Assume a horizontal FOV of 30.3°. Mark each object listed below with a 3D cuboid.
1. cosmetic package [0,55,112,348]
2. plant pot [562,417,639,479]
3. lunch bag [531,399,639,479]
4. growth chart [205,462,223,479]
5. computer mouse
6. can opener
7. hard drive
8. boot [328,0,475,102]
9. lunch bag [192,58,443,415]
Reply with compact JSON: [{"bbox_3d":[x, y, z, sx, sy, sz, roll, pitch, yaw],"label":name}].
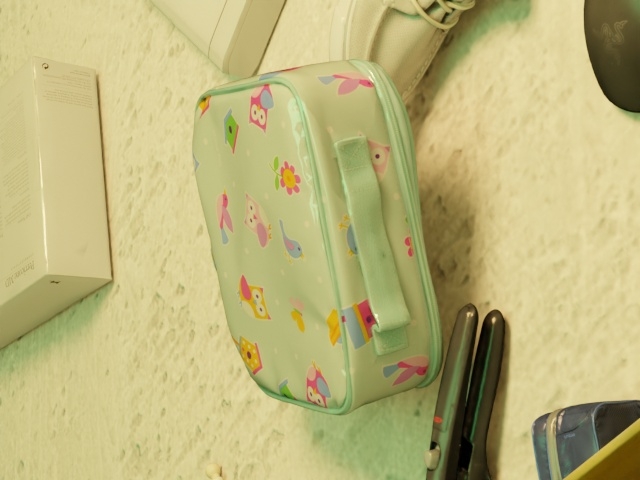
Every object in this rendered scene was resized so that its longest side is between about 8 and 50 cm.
[{"bbox_3d":[-0.409,-0.030,1.552,0.377,0.097,0.284,-27,62,47],"label":"cosmetic package"},{"bbox_3d":[0.255,0.186,0.584,0.212,0.187,0.212,-51,48,36],"label":"plant pot"},{"bbox_3d":[0.183,0.157,0.780,0.065,0.067,0.098,-24,67,49],"label":"lunch bag"},{"bbox_3d":[-0.141,0.337,1.210,0.237,0.021,0.172,-52,47,34],"label":"growth chart"},{"bbox_3d":[0.208,-0.229,0.813,0.184,0.060,0.262,31,109,49],"label":"computer mouse"},{"bbox_3d":[0.105,0.140,0.891,0.073,0.059,0.186,10,93,53],"label":"can opener"},{"bbox_3d":[-0.126,-0.356,1.276,0.353,0.047,0.233,48,121,45],"label":"hard drive"},{"bbox_3d":[0.092,-0.209,0.929,0.123,0.095,0.258,35,111,56],"label":"boot"},{"bbox_3d":[0.000,0.000,0.947,0.224,0.108,0.279,-1,102,60],"label":"lunch bag"}]
